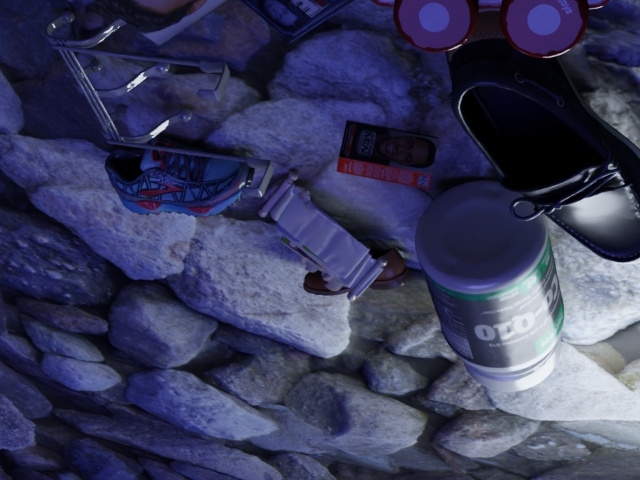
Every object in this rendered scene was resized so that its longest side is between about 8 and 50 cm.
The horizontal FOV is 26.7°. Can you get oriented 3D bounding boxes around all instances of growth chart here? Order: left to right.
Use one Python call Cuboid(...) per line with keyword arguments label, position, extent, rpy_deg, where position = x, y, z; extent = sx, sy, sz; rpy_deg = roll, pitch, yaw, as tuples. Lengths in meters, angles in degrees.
Cuboid(label="growth chart", position=(0.000, 0.000, 2.234), extent=(0.237, 0.021, 0.172), rpy_deg=(42, 145, -8))

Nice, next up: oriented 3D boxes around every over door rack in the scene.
Cuboid(label="over door rack", position=(-0.217, -0.209, 1.941), extent=(0.324, 0.108, 0.239), rpy_deg=(21, 154, 29))

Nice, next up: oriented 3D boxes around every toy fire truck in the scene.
Cuboid(label="toy fire truck", position=(0.199, -0.362, 1.558), extent=(0.302, 0.169, 0.254), rpy_deg=(4, 123, 13))

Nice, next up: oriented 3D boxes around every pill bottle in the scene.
Cuboid(label="pill bottle", position=(0.281, 0.084, 2.159), extent=(0.204, 0.204, 0.361), rpy_deg=(1, 147, 18))

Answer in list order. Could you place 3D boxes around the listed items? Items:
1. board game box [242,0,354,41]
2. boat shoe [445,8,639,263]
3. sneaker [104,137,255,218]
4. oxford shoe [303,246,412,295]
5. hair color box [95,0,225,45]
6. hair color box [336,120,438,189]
Cuboid(label="board game box", position=(-0.011, -0.336, 1.527), extent=(0.165, 0.042, 0.243), rpy_deg=(37, 140, -25))
Cuboid(label="boat shoe", position=(0.322, -0.109, 1.848), extent=(0.187, 0.156, 0.500), rpy_deg=(-15, 133, 33))
Cuboid(label="sneaker", position=(-0.233, -0.105, 2.143), extent=(0.262, 0.104, 0.125), rpy_deg=(-5, 142, 26))
Cuboid(label="oxford shoe", position=(0.055, 0.046, 2.328), extent=(0.212, 0.076, 0.076), rpy_deg=(-11, 113, 33))
Cuboid(label="hair color box", position=(-0.146, -0.396, 1.641), extent=(0.185, 0.113, 0.374), rpy_deg=(33, 143, -29))
Cuboid(label="hair color box", position=(0.100, -0.127, 2.016), extent=(0.141, 0.072, 0.043), rpy_deg=(11, 148, 2))
